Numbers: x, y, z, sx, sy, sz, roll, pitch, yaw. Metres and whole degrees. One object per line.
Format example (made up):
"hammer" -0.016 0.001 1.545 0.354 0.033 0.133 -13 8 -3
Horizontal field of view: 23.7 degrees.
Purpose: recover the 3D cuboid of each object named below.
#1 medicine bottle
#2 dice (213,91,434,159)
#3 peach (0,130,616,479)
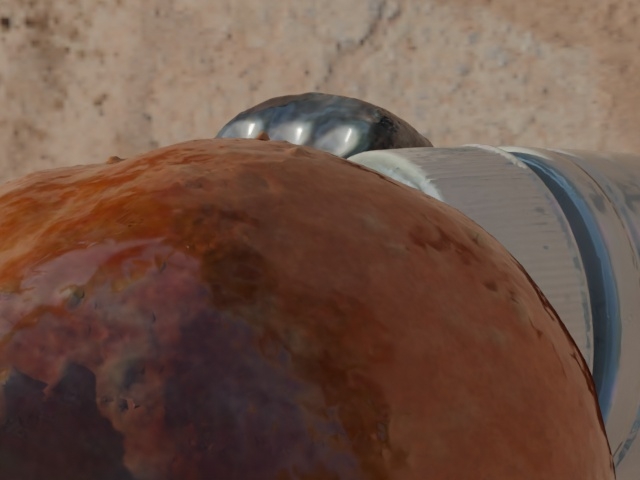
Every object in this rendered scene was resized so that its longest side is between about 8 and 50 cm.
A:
"medicine bottle" 0.159 0.046 0.830 0.190 0.332 0.190 -4 86 59
"dice" 0.000 0.000 1.221 0.182 0.181 0.183 8 147 39
"peach" -0.039 0.071 0.429 0.232 0.232 0.233 9 103 42
